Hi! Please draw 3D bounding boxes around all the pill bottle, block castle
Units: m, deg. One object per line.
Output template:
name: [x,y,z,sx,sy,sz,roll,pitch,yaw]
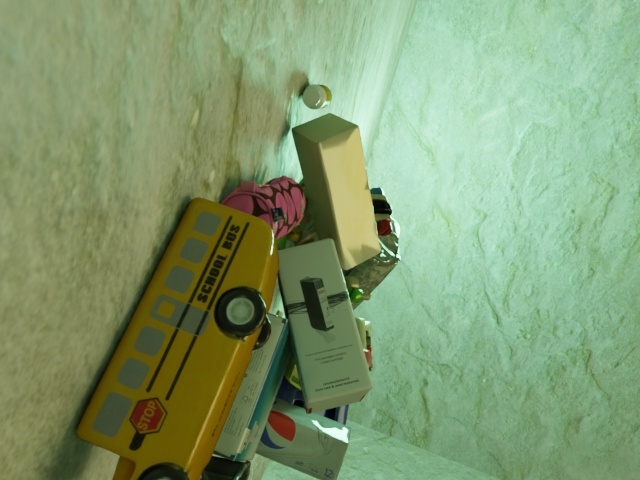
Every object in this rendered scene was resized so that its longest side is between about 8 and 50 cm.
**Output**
pill bottle: [-0.007,-0.257,0.926,0.083,0.043,0.043,-54,162,-70]
block castle: [0.019,0.397,1.768,0.453,0.302,0.213,87,1,-74]

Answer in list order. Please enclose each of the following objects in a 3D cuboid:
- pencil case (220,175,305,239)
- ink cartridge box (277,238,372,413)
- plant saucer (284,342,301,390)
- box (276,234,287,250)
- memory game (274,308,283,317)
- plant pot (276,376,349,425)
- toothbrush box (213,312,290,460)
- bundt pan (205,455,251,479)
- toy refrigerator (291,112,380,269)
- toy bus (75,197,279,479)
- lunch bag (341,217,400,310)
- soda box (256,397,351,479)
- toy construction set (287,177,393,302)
pencil case: [-0.078,-0.047,0.767,0.209,0.095,0.098,-53,141,-76]
ink cartridge box: [-0.002,0.161,0.958,0.197,0.114,0.273,95,-17,-66]
plant saucer: [-0.023,0.237,1.139,0.188,0.045,0.188,-70,154,-22]
box: [-0.112,0.057,0.975,0.109,0.042,0.178,101,9,-49]
memory game: [-0.144,0.285,1.496,0.186,0.012,0.186,20,90,-83]
plant pot: [-0.049,0.375,1.291,0.236,0.212,0.236,144,-42,-71]
toothbrush box: [-0.143,0.248,0.886,0.295,0.126,0.217,92,17,-68]
bundt pan: [-0.241,0.527,0.896,0.331,0.124,0.331,19,90,-84]
toy refrigerator: [0.036,-0.089,0.968,0.094,0.102,0.270,-26,125,-18]
toy bus: [-0.141,0.131,0.548,0.108,0.130,0.333,94,16,-70]
lunch bag: [0.067,0.068,1.411,0.305,0.212,0.256,-50,-169,29]
soda box: [-0.085,0.387,1.062,0.098,0.286,0.091,3,107,-82]
toy construction set: [0.000,0.000,1.165,0.237,0.257,0.309,13,78,-41]
